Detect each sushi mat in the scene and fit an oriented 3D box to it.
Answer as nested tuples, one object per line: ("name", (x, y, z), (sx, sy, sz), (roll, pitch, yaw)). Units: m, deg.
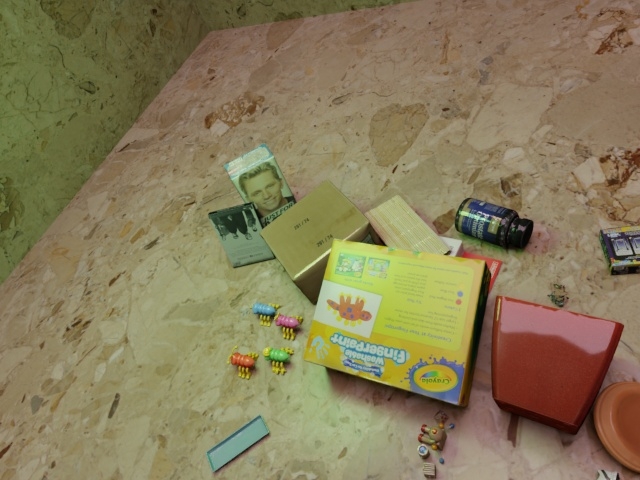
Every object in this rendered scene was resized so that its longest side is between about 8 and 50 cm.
("sushi mat", (0.282, -0.026, 1.600), (0.151, 0.019, 0.317), (-31, 49, -5))

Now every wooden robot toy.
("wooden robot toy", (0.281, 0.498, 1.209), (0.076, 0.079, 0.173), (10, 56, 29))

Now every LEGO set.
("LEGO set", (0.682, 0.161, 1.373), (0.054, 0.024, 0.083), (23, 50, 33))

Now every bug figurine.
("bug figurine", (-0.178, 0.313, 1.568), (0.216, 0.072, 0.279), (2, 52, 24))

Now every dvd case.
("dvd case", (-0.291, -0.018, 1.788), (0.179, 0.239, 0.030), (-12, 30, 13))

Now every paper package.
("paper package", (0.000, 0.000, 1.673), (0.324, 0.168, 0.309), (-38, 48, -2))

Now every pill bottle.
("pill bottle", (0.555, -0.053, 1.536), (0.219, 0.123, 0.123), (23, 63, 37))

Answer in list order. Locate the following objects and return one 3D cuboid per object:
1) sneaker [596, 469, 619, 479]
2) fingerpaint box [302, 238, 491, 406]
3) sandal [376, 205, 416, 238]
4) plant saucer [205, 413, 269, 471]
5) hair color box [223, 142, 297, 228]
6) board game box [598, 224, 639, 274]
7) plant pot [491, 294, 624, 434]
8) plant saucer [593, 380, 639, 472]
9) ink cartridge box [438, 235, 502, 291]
("sneaker", (0.622, 0.556, 1.050), (0.043, 0.040, 0.109), (0, 46, 44))
("fingerpaint box", (0.216, 0.218, 1.349), (0.444, 0.163, 0.372), (8, 76, 28))
("sandal", (0.228, -0.078, 1.726), (0.239, 0.079, 0.088), (-26, 46, 0))
("plant saucer", (-0.240, 0.589, 1.394), (0.192, 0.018, 0.067), (-34, 47, -6))
("hair color box", (-0.202, -0.172, 1.803), (0.173, 0.347, 0.105), (-30, 46, -3))
("board game box", (0.910, 0.023, 1.373), (0.170, 0.048, 0.141), (-6, 47, 19))
("plant pot", (0.542, 0.311, 1.156), (0.267, 0.267, 0.236), (12, 71, 31))
("plant saucer", (0.724, 0.415, 1.077), (0.199, 0.037, 0.200), (0, 61, 0))
("ink cartridge box", (0.387, 0.128, 1.493), (0.261, 0.066, 0.296), (14, 58, 33))
